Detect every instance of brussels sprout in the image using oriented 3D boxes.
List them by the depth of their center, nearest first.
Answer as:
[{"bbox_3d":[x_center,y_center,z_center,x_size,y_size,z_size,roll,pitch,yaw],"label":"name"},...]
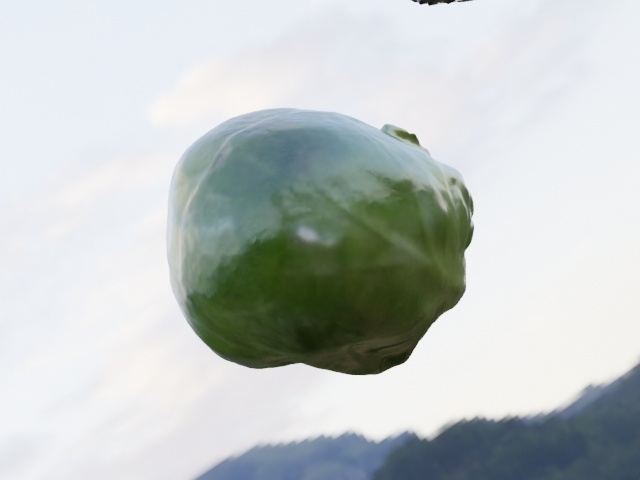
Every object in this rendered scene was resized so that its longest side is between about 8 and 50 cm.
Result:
[{"bbox_3d":[0.000,0.000,1.328,0.244,0.244,0.244,-33,-13,-9],"label":"brussels sprout"}]

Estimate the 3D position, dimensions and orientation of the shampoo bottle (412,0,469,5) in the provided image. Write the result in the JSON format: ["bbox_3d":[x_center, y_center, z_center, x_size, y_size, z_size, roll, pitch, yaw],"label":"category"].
[{"bbox_3d":[0.137,-0.160,0.923,0.227,0.056,0.086,-15,-2,-42],"label":"shampoo bottle"}]
